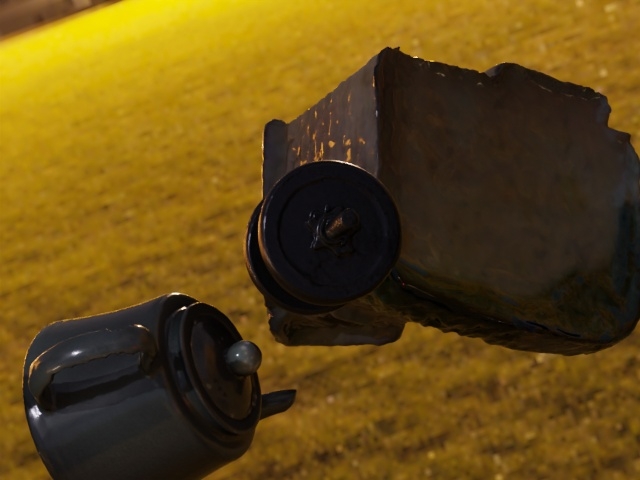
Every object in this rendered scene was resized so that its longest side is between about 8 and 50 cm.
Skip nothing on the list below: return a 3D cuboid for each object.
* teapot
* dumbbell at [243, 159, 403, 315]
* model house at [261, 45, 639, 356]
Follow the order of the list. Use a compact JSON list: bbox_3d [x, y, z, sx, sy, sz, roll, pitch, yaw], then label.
[{"bbox_3d":[-0.110,0.106,1.120,0.149,0.162,0.239,-23,-27,22],"label":"teapot"},{"bbox_3d":[0.000,0.000,0.756,0.069,0.069,0.147,-23,-3,-13],"label":"dumbbell"},{"bbox_3d":[0.091,-0.009,1.389,0.298,0.243,0.284,13,-20,-33],"label":"model house"}]
